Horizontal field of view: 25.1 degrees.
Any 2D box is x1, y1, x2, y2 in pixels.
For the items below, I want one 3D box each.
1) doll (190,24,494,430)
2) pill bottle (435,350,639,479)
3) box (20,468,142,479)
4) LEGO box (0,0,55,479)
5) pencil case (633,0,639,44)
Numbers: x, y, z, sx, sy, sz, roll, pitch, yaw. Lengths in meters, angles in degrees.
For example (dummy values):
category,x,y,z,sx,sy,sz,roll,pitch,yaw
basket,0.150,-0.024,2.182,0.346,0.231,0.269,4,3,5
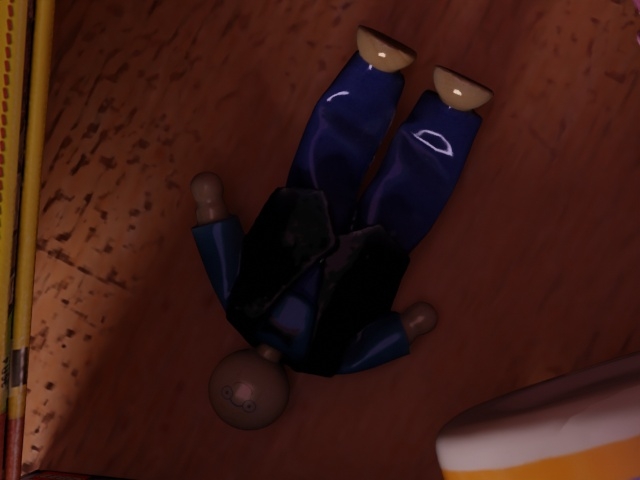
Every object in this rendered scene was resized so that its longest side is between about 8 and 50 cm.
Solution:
category,x,y,z,sx,sy,sz,roll,pitch,yaw
doll,0.000,0.000,0.647,0.129,0.046,0.189,26,101,0
pill bottle,0.154,0.183,0.567,0.152,0.152,0.272,-18,87,9
box,-0.048,0.135,0.622,0.207,0.114,0.036,4,90,9
LEGO box,-0.285,-0.137,0.464,0.372,0.193,0.500,-1,113,-24
pencil case,0.292,-0.173,0.541,0.386,0.167,0.160,-18,110,10
